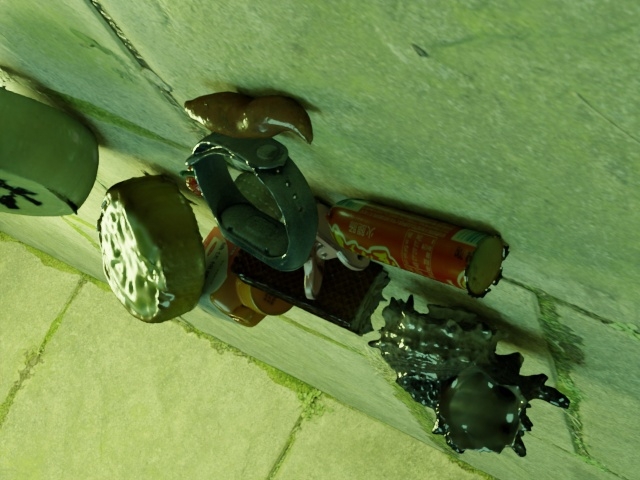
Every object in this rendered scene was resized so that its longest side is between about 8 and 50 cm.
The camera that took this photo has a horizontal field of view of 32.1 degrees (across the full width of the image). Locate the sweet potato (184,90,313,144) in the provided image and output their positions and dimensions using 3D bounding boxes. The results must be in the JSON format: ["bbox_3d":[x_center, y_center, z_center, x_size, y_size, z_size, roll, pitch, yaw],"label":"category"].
[{"bbox_3d":[-0.081,-0.141,1.255,0.202,0.058,0.055,11,115,44],"label":"sweet potato"}]

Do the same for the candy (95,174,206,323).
[{"bbox_3d":[-0.292,0.017,1.899,0.118,0.259,0.260,-13,-168,-32],"label":"candy"}]

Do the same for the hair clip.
[{"bbox_3d":[-0.009,0.003,1.532,0.102,0.123,0.138,-23,139,37],"label":"hair clip"}]

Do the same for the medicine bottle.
[{"bbox_3d":[-0.133,0.065,1.922,0.112,0.149,0.222,37,165,-30],"label":"medicine bottle"}]

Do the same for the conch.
[{"bbox_3d":[0.211,0.179,1.635,0.313,0.186,0.240,45,167,22],"label":"conch"}]

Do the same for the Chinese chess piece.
[{"bbox_3d":[-0.546,-0.144,1.845,0.350,0.146,0.349,11,167,3],"label":"Chinese chess piece"}]

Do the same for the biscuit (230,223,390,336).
[{"bbox_3d":[-0.013,0.056,1.731,0.252,0.106,0.070,24,167,25],"label":"biscuit"}]

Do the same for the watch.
[{"bbox_3d":[-0.087,-0.062,1.410,0.206,0.068,0.193,34,148,35],"label":"watch"}]

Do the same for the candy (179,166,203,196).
[{"bbox_3d":[-0.171,-0.089,1.531,0.060,0.060,0.201,29,-177,3],"label":"candy"}]

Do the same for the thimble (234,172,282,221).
[{"bbox_3d":[-0.094,-0.050,1.599,0.084,0.062,0.110,31,167,5],"label":"thimble"}]

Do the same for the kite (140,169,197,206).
[{"bbox_3d":[-0.271,-0.089,1.956,0.122,0.004,0.090,34,166,-22],"label":"kite"}]

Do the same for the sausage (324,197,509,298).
[{"bbox_3d":[0.101,-0.002,1.348,0.264,0.083,0.083,19,163,43],"label":"sausage"}]
